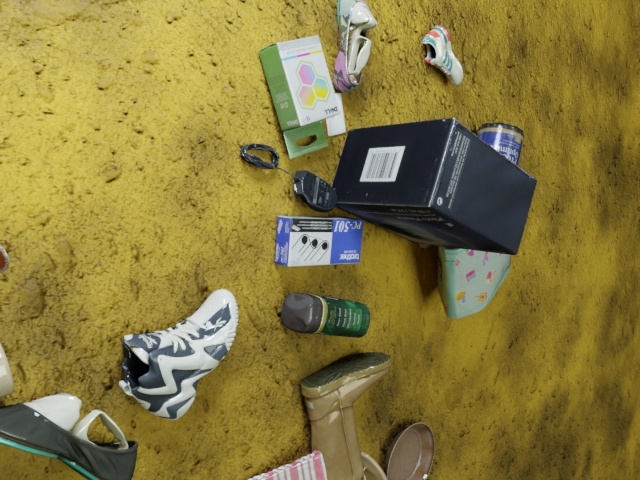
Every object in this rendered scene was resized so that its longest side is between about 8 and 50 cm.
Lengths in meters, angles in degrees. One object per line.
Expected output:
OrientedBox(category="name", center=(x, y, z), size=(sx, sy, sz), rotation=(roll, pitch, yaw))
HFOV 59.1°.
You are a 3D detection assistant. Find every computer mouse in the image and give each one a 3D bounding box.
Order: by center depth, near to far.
OrientedBox(category="computer mouse", center=(-0.061, -0.119, 1.103), size=(0.242, 0.041, 0.071), rotation=(30, 58, -34))

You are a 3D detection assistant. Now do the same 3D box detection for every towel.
OrientedBox(category="towel", center=(-0.076, 0.526, 1.152), size=(0.197, 0.029, 0.144), rotation=(-14, 105, -22))

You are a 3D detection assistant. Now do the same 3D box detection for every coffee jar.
OrientedBox(category="coffee jar", center=(0.011, 0.155, 1.163), size=(0.184, 0.096, 0.079), rotation=(14, 83, -44))

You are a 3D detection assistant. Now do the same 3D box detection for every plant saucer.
OrientedBox(category="plant saucer", center=(0.225, 0.565, 1.463), size=(0.199, 0.036, 0.198), rotation=(-6, 99, -43))

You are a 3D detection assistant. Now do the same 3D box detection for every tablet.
OrientedBox(category="tablet", center=(0.030, -0.265, 1.187), size=(0.054, 0.006, 0.083), rotation=(-22, 110, -39))

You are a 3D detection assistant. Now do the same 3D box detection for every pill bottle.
OrientedBox(category="pill bottle", center=(0.470, -0.198, 1.532), size=(0.123, 0.123, 0.219), rotation=(17, 83, -43))

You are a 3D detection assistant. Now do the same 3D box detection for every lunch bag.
OrientedBox(category="lunch bag", center=(0.376, 0.044, 1.430), size=(0.262, 0.160, 0.223), rotation=(-40, 134, -38))

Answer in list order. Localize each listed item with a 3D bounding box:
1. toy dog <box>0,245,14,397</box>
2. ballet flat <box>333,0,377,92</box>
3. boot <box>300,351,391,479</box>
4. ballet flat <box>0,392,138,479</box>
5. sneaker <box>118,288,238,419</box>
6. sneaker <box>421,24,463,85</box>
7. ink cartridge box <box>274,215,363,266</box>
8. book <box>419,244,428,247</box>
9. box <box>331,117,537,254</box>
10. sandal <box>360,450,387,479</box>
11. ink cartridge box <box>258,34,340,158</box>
OrientedBox(category="toy dog", center=(-0.468, 0.084, 0.654), size=(0.220, 0.161, 0.333), rotation=(-41, 122, -32))
OrientedBox(category="ballet flat", center=(0.074, -0.415, 1.158), size=(0.077, 0.079, 0.221), rotation=(6, 91, -43))
OrientedBox(category="boot", center=(0.066, 0.404, 1.256), size=(0.236, 0.089, 0.269), rotation=(-15, 105, -25))
OrientedBox(category="ballet flat", center=(-0.373, 0.283, 0.829), size=(0.280, 0.095, 0.096), rotation=(56, 49, -45))
OrientedBox(category="sneaker", center=(-0.241, 0.165, 0.926), size=(0.235, 0.094, 0.153), rotation=(-56, 138, -10))
OrientedBox(category="sneaker", center=(0.293, -0.441, 1.389), size=(0.075, 0.057, 0.161), rotation=(-40, 124, -13))
OrientedBox(category="ink cartridge box", center=(0.000, 0.000, 1.166), size=(0.207, 0.046, 0.097), rotation=(0, 97, -44))
OrientedBox(category="book", center=(0.277, -0.065, 1.433), size=(0.096, 0.035, 0.144), rotation=(-29, 118, -35))
OrientedBox(category="box", center=(0.231, -0.102, 1.179), size=(0.294, 0.296, 0.182), rotation=(22, 82, -36))
OrientedBox(category="sandal", center=(0.112, 0.611, 1.326), size=(0.079, 0.088, 0.240), rotation=(-40, 126, -40))
OrientedBox(category="ink cartridge box", center=(-0.031, -0.272, 1.074), size=(0.109, 0.062, 0.209), rotation=(-27, 107, -39))
